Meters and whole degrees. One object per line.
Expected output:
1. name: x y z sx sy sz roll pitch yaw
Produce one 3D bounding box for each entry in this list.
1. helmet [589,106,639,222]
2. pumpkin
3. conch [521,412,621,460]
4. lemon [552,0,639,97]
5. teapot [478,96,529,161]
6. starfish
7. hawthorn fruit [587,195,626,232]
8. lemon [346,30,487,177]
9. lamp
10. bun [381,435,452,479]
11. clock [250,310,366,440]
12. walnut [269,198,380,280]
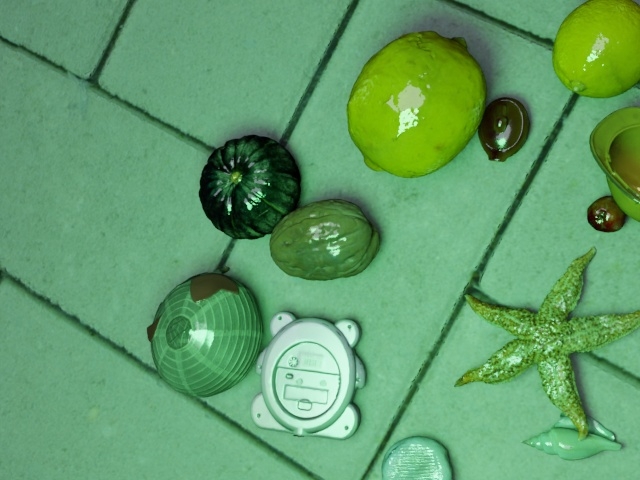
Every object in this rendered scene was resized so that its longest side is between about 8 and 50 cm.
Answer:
1. helmet: 0.599 -0.105 1.624 0.205 0.140 0.257 -37 61 -19
2. pumpkin: -0.147 -0.111 1.873 0.221 0.162 0.220 -5 75 17
3. conch: 0.469 0.372 1.693 0.180 0.088 0.065 -3 131 13
4. lemon: 0.514 -0.348 1.643 0.178 0.178 0.203 29 72 18
5. teapot: 0.352 -0.215 1.747 0.098 0.078 0.129 12 91 20
6. starfish: 0.421 0.167 1.695 0.347 0.078 0.357 15 85 27
7. hawthorn fruit: 0.531 -0.047 1.679 0.077 0.077 0.077 -1 87 19
8. lemon: 0.181 -0.256 1.722 0.284 0.260 0.260 -30 78 14
9. lamp: -0.235 0.190 1.853 0.233 0.233 0.265 42 96 16
10. bun: 0.191 0.454 1.770 0.141 0.083 0.140 -4 77 15
11. clock: -0.021 0.275 1.838 0.228 0.090 0.247 6 85 10
12. walnut: 0.000 0.002 1.808 0.231 0.178 0.178 -13 83 23
